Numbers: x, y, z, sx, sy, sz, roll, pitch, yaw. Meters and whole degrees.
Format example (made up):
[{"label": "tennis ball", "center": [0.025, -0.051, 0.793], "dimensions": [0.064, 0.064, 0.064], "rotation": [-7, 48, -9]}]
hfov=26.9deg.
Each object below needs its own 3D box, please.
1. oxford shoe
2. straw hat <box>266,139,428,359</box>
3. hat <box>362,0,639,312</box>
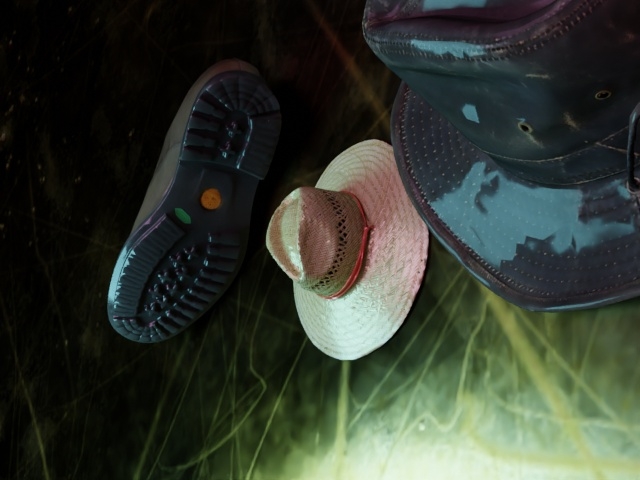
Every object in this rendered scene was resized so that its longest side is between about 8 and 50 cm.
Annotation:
[{"label": "oxford shoe", "center": [-0.091, -0.027, 0.973], "dimensions": [0.227, 0.083, 0.096], "rotation": [-62, 20, 19]}, {"label": "straw hat", "center": [0.000, 0.000, 0.842], "dimensions": [0.144, 0.061, 0.144], "rotation": [-21, 63, 48]}, {"label": "hat", "center": [0.113, -0.121, 0.673], "dimensions": [0.331, 0.134, 0.331], "rotation": [-19, 65, 49]}]
